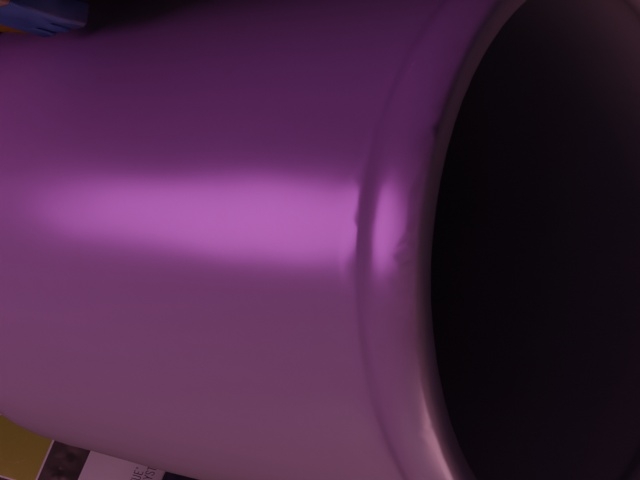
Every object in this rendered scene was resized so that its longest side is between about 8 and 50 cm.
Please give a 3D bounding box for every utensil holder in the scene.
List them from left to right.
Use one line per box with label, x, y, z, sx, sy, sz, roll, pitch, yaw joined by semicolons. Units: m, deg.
utensil holder;0.000;0.000;0.908;0.385;0.328;0.327;3;161;39

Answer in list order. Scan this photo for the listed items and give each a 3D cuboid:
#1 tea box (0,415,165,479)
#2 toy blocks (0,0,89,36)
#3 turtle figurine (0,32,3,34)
tea box;-0.292;0.111;1.462;0.323;0.329;0.220;20;-159;-17
toy blocks;-0.238;-0.184;0.823;0.260;0.191;0.381;12;170;-37
turtle figurine;-0.279;-0.072;1.104;0.266;0.198;0.275;26;139;2
